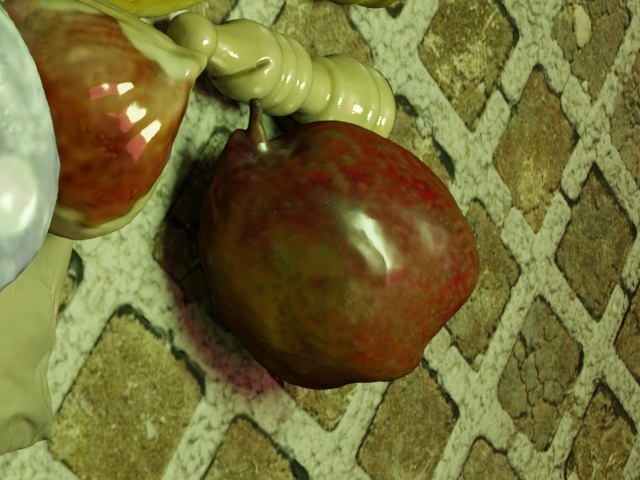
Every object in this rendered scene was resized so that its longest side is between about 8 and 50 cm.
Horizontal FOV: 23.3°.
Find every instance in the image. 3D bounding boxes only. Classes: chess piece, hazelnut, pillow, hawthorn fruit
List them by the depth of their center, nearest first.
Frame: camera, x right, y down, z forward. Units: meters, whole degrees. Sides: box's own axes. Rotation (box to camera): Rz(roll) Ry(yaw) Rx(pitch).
[{"bbox_3d":[-0.224,-0.133,1.500,0.261,0.241,0.261,54,11,-16],"label":"hazelnut"},{"bbox_3d":[-0.319,0.097,1.546,0.173,0.067,0.270,2,95,-52],"label":"pillow"},{"bbox_3d":[0.011,0.018,1.772,0.325,0.308,0.308,18,81,-41],"label":"hawthorn fruit"},{"bbox_3d":[-0.058,-0.196,1.793,0.307,0.124,0.138,20,52,-45],"label":"chess piece"}]

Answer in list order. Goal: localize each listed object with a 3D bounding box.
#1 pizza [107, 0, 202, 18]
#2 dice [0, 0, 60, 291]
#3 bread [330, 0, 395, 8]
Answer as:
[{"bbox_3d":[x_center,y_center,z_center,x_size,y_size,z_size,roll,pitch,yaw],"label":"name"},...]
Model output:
[{"bbox_3d":[-0.218,-0.313,1.611,0.258,0.087,0.268,-49,132,-32],"label":"pizza"},{"bbox_3d":[-0.398,-0.071,1.263,0.271,0.270,0.270,-38,123,-42],"label":"dice"},{"bbox_3d":[0.066,-0.433,1.879,0.333,0.160,0.333,-11,105,-49],"label":"bread"}]
